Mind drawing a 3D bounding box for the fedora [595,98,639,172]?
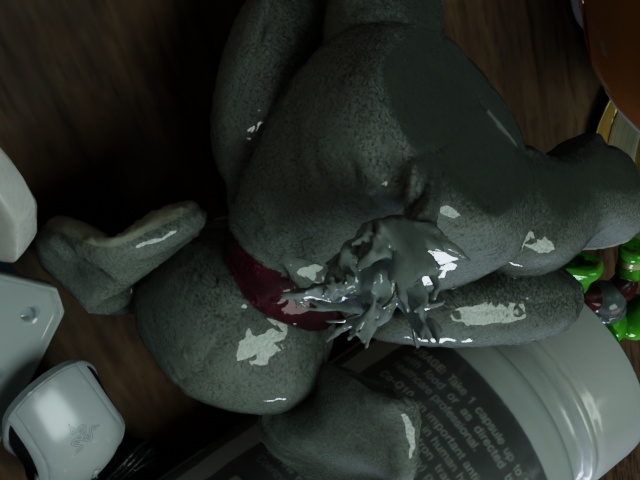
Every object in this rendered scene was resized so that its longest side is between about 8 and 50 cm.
[{"bbox_3d":[0.310,-0.085,1.089,0.194,0.079,0.194,-24,132,-31],"label":"fedora"}]

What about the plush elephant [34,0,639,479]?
[{"bbox_3d":[0.000,0.000,0.746,0.272,0.255,0.330,48,37,-11],"label":"plush elephant"}]

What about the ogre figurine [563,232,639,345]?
[{"bbox_3d":[0.230,0.047,1.084,0.197,0.097,0.118,-22,137,-26],"label":"ogre figurine"}]

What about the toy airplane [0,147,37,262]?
[{"bbox_3d":[-0.163,-0.126,0.454,0.384,0.272,0.386,3,96,-69],"label":"toy airplane"}]

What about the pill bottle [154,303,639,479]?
[{"bbox_3d":[0.050,0.180,0.923,0.361,0.204,0.204,-32,134,-23],"label":"pill bottle"}]

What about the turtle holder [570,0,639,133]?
[{"bbox_3d":[0.326,-0.199,0.914,0.320,0.227,0.243,-55,138,0],"label":"turtle holder"}]

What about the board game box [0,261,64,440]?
[{"bbox_3d":[-0.367,0.148,0.623,0.390,0.050,0.390,18,103,-49],"label":"board game box"}]

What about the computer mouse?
[{"bbox_3d":[-0.149,0.137,0.785,0.106,0.042,0.193,-38,158,-20],"label":"computer mouse"}]
